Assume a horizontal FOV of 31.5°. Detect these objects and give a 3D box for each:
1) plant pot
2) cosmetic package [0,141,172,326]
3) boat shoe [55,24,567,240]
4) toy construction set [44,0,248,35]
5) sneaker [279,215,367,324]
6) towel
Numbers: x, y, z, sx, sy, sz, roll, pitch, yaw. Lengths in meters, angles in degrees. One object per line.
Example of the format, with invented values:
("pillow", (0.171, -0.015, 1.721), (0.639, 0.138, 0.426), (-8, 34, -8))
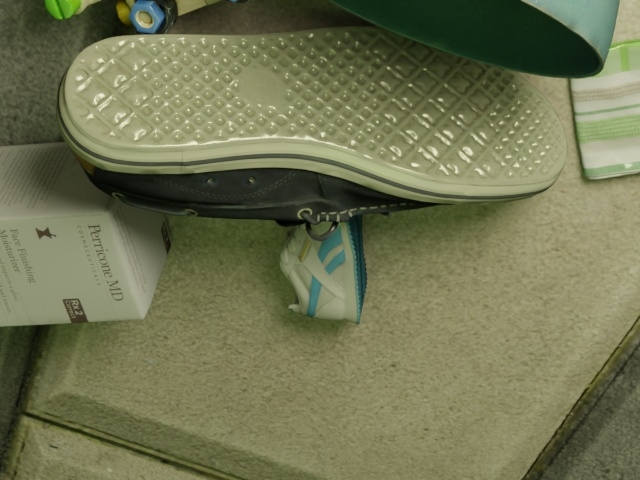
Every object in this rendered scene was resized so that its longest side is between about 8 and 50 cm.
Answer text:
("plant pot", (0.130, -0.279, 0.946), (0.290, 0.290, 0.195), (21, 90, -7))
("cosmetic package", (-0.282, -0.010, 1.263), (0.184, 0.151, 0.151), (-4, 127, 12))
("boat shoe", (-0.004, -0.103, 1.120), (0.501, 0.186, 0.156), (0, 155, -12))
("toy construction set", (-0.156, -0.296, 1.012), (0.328, 0.151, 0.215), (-4, 126, 43))
("sneaker", (0.000, 0.000, 1.269), (0.092, 0.087, 0.228), (3, 125, 10))
("towel", (0.315, -0.132, 1.156), (0.113, 0.023, 0.152), (-8, 125, 14))
